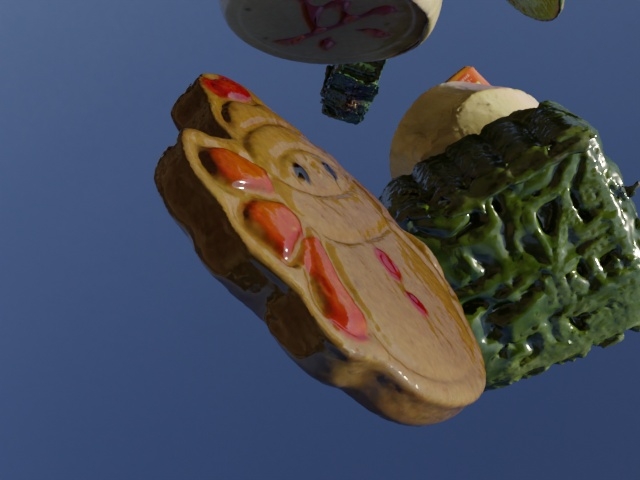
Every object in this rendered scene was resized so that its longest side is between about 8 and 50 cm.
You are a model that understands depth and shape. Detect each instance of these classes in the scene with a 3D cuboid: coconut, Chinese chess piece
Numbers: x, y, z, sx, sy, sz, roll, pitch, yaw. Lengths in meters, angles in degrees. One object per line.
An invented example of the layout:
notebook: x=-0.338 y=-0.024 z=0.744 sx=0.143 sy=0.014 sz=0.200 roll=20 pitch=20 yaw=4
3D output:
coconut: x=0.221 y=-0.119 z=1.904 sx=0.259 sy=0.259 sz=0.259 roll=-23 pitch=-142 yaw=20
Chinese chess piece: x=0.010 y=-0.283 z=1.419 sx=0.249 sy=0.249 sz=0.103 roll=-7 pitch=-110 yaw=36

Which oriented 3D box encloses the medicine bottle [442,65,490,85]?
medicine bottle: x=0.276 y=-0.177 z=2.239 sx=0.149 sy=0.222 sz=0.112 roll=-43 pitch=176 yaw=-43

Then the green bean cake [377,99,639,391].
green bean cake: x=0.272 y=0.015 z=1.707 sx=0.335 sy=0.319 sz=0.218 roll=-28 pitch=-162 yaw=7

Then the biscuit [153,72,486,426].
biscuit: x=0.000 y=0.000 z=1.126 sx=0.074 sy=0.359 sz=0.381 roll=-40 pitch=-103 yaw=18

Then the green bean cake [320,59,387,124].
green bean cake: x=0.065 y=-0.314 z=2.483 sx=0.208 sy=0.107 sz=0.193 roll=-98 pitch=-151 yaw=-77

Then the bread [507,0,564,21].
bread: x=0.307 y=-0.446 z=2.041 sx=0.033 sy=0.228 sz=0.228 roll=-43 pitch=-145 yaw=-10
